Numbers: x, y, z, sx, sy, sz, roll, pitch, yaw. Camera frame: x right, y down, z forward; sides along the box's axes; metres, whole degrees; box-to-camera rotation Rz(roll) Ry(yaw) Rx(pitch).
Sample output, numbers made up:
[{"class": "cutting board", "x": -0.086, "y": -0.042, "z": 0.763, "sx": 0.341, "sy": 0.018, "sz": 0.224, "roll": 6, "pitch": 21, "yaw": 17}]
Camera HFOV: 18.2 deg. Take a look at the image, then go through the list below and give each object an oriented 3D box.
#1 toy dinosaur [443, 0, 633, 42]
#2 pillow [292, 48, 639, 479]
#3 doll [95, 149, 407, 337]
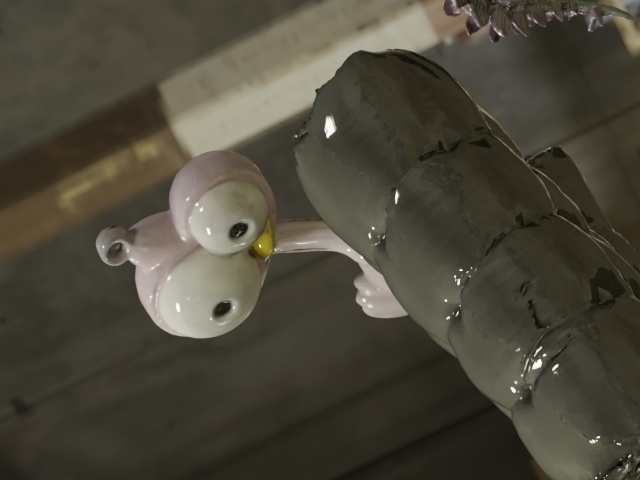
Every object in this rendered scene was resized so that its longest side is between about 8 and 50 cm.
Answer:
[{"class": "toy dinosaur", "x": 0.127, "y": -0.174, "z": 1.351, "sx": 0.209, "sy": 0.082, "sz": 0.039, "roll": 15, "pitch": 173, "yaw": -32}, {"class": "pillow", "x": 0.116, "y": 0.033, "z": 0.975, "sx": 0.228, "sy": 0.101, "sz": 0.326, "roll": 48, "pitch": -169, "yaw": 21}, {"class": "doll", "x": -0.001, "y": -0.001, "z": 1.573, "sx": 0.094, "sy": 0.365, "sz": 0.160, "roll": -119, "pitch": 34, "yaw": -45}]
